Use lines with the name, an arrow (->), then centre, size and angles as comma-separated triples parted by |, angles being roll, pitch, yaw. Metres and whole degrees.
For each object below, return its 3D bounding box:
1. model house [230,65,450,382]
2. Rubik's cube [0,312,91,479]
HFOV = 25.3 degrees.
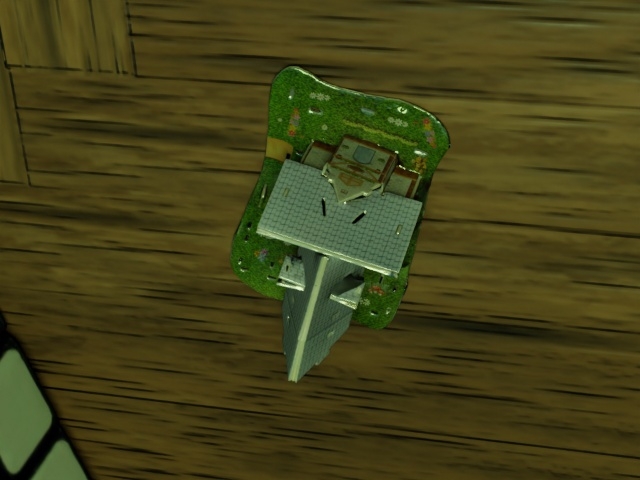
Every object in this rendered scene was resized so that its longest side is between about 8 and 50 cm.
model house -> 0.000, 0.000, 0.841 | 0.117, 0.088, 0.167 | 20, 125, 3
Rubik's cube -> -0.401, 0.173, 0.916 | 0.345, 0.343, 0.337 | -10, 118, 23
